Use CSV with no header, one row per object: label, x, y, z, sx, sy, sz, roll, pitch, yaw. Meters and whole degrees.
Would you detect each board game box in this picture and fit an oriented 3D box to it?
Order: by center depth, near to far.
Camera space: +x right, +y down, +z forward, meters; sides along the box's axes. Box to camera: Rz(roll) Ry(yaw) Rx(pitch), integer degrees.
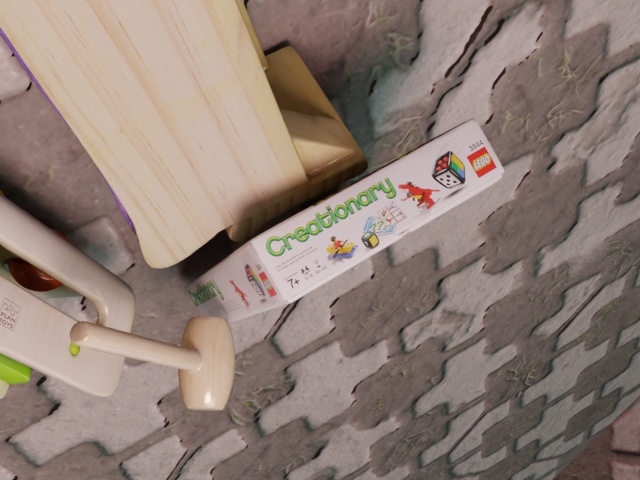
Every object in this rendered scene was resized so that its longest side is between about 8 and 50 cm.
board game box,0.000,0.000,0.710,0.193,0.053,0.305,-30,180,-20

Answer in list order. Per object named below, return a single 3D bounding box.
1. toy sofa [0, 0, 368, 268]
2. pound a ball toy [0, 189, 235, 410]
toy sofa,-0.105,-0.153,0.508,0.177,0.150,0.362,-28,145,-3
pound a ball toy,-0.215,0.024,0.608,0.208,0.136,0.319,-6,153,22
